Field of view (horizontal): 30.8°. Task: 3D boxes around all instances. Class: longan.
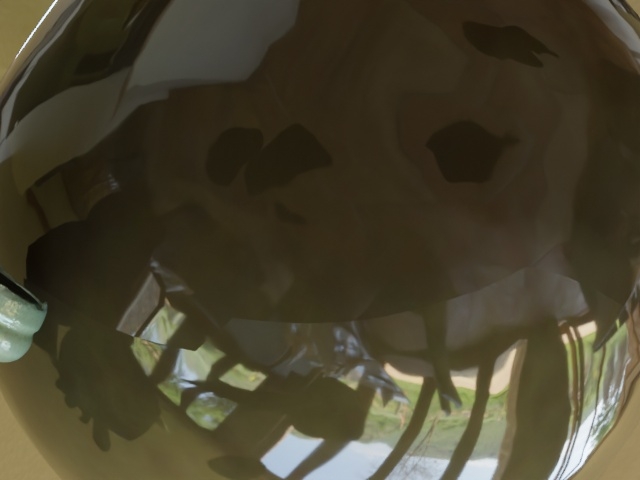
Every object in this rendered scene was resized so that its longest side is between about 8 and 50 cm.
[{"bbox_3d":[0.000,0.000,0.501,0.318,0.319,0.319,15,-129,-20],"label":"longan"}]

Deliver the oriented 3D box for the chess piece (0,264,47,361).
[{"bbox_3d":[-0.150,0.065,0.356,0.059,0.059,0.149,36,-93,-2],"label":"chess piece"}]
